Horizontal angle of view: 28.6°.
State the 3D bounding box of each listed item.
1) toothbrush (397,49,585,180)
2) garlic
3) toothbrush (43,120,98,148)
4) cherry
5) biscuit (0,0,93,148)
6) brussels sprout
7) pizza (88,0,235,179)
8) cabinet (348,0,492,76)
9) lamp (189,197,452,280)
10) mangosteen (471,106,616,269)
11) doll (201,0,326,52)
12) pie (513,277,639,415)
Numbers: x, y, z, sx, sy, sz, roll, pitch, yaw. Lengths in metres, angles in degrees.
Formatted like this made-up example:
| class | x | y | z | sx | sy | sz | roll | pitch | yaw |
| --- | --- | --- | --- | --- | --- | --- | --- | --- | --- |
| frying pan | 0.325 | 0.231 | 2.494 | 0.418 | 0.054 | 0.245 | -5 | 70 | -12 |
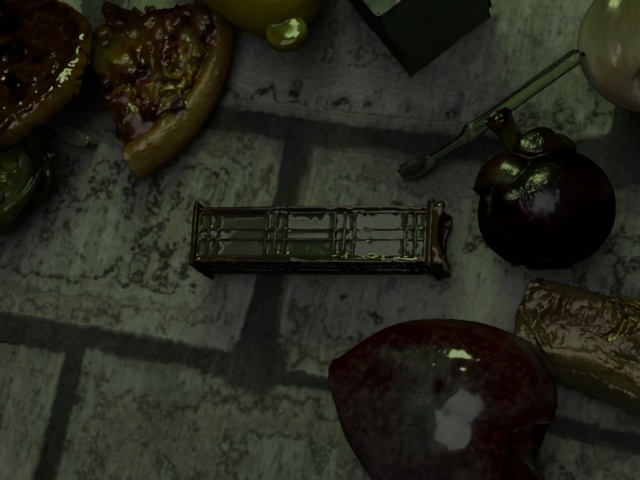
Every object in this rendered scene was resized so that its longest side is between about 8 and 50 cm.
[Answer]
| class | x | y | z | sx | sy | sz | roll | pitch | yaw |
| --- | --- | --- | --- | --- | --- | --- | --- | --- | --- |
| toothbrush | 0.206 | -0.150 | 1.543 | 0.294 | 0.028 | 0.026 | -33 | 64 | 32 |
| garlic | 0.446 | -0.228 | 1.493 | 0.281 | 0.185 | 0.203 | -11 | 75 | -10 |
| toothbrush | -0.441 | -0.194 | 1.791 | 0.307 | 0.029 | 0.025 | 26 | 99 | 21 |
| cherry | 0.142 | 0.199 | 1.447 | 0.300 | 0.203 | 0.230 | 22 | 90 | 27 |
| biscuit | -0.459 | -0.232 | 1.732 | 0.289 | 0.081 | 0.334 | -40 | 50 | -14 |
| brussels sprout | -0.442 | -0.084 | 1.727 | 0.139 | 0.100 | 0.181 | 43 | 108 | 21 |
| pizza | -0.240 | -0.240 | 1.718 | 0.229 | 0.081 | 0.289 | 25 | 84 | 18 |
| cabinet | 0.111 | -0.335 | 1.584 | 0.150 | 0.206 | 0.145 | -38 | 71 | 3 |
| lamp | 0.000 | 0.000 | 1.594 | 0.325 | 0.089 | 0.090 | 1 | 76 | 14 |
| mangosteen | 0.269 | -0.053 | 1.498 | 0.172 | 0.172 | 0.184 | 4 | 68 | 15 |
| doll | -0.134 | -0.449 | 1.685 | 0.348 | 0.161 | 0.423 | 9 | 69 | 11 |
| pie | 0.365 | 0.136 | 1.474 | 0.282 | 0.068 | 0.128 | 20 | 84 | 18 |
